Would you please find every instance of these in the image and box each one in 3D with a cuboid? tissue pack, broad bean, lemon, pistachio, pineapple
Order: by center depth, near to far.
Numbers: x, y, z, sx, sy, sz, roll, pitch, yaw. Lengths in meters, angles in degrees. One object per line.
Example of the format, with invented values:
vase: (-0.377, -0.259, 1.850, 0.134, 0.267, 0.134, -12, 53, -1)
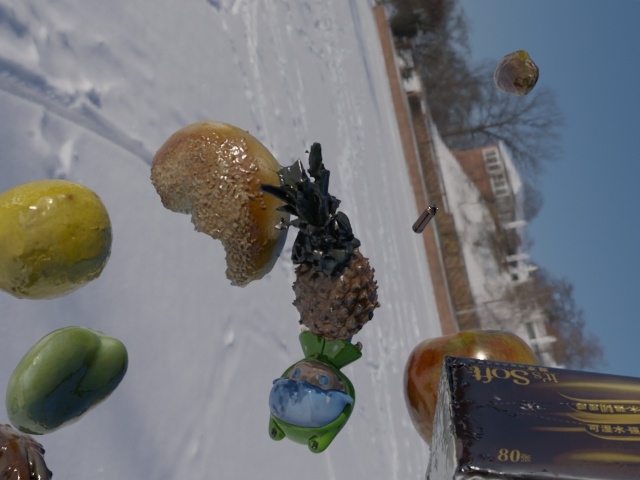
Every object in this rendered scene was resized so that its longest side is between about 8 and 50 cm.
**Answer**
tissue pack: (0.291, 0.265, 0.838, 0.210, 0.370, 0.198, -80, 175, -62)
broad bean: (-0.396, 0.214, 1.233, 0.228, 0.100, 0.169, 13, 95, -63)
pineapple: (0.002, -0.002, 1.311, 0.165, 0.165, 0.365, -90, 168, -52)
pistachio: (0.386, -0.343, 1.602, 0.173, 0.049, 0.090, -132, -120, -69)
lemon: (-0.570, -0.003, 1.654, 0.284, 0.260, 0.261, 8, 66, -44)

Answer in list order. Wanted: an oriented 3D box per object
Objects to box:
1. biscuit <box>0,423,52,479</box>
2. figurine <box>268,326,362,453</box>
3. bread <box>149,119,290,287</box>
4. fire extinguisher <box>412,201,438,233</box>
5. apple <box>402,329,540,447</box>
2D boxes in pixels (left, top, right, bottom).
biscuit: (-0.590, 0.508, 1.465, 0.115, 0.268, 0.366, 20, 45, -43)
figurine: (-0.003, 0.255, 1.469, 0.143, 0.162, 0.263, 70, 37, -60)
bread: (-0.161, -0.087, 1.416, 0.171, 0.192, 0.314, -17, 74, -58)
fire extinguisher: (0.192, -0.041, 1.438, 0.083, 0.022, 0.028, 121, -33, -52)
apple: (0.262, 0.270, 1.372, 0.246, 0.246, 0.226, 42, 39, -76)
